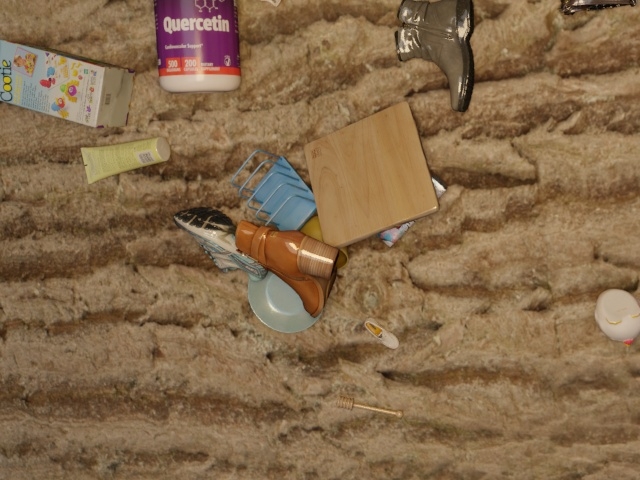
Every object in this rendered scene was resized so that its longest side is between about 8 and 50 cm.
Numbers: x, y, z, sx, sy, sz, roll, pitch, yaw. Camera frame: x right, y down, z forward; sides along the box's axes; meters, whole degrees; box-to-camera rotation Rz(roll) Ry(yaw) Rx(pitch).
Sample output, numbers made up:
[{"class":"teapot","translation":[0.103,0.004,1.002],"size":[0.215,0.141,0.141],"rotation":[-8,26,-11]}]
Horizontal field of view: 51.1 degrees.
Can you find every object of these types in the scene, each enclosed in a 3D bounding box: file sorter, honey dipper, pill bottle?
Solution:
[{"class":"file sorter","translation":[-0.106,-0.107,1.507],"size":[0.118,0.105,0.170],"rotation":[-48,58,17]},{"class":"honey dipper","translation":[0.121,0.409,1.627],"size":[0.161,0.030,0.030],"rotation":[10,103,11]},{"class":"pill bottle","translation":[-0.272,-0.488,1.467],"size":[0.182,0.181,0.322],"rotation":[1,101,14]}]

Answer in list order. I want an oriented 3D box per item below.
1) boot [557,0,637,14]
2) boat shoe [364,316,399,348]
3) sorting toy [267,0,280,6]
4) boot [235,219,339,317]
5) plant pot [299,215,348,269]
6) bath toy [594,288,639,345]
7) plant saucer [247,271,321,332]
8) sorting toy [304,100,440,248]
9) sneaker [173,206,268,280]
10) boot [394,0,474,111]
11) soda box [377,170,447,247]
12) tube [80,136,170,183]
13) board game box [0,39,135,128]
[{"class":"boot","translation":[0.491,-0.561,1.308],"size":[0.263,0.091,0.228],"rotation":[5,101,11]},{"class":"boat shoe","translation":[0.144,0.222,1.580],"size":[0.100,0.035,0.035],"rotation":[44,107,3]},{"class":"sorting toy","translation":[-0.107,-0.564,1.486],"size":[0.083,0.045,0.075],"rotation":[26,113,8]},{"class":"boot","translation":[-0.080,0.062,1.462],"size":[0.220,0.283,0.109],"rotation":[18,66,7]},{"class":"plant pot","translation":[0.000,0.000,1.532],"size":[0.134,0.134,0.095],"rotation":[-4,58,15]},{"class":"bath toy","translation":[0.748,0.144,1.373],"size":[0.349,0.129,0.151],"rotation":[-14,53,14]},{"class":"plant saucer","translation":[-0.079,0.126,1.616],"size":[0.195,0.037,0.194],"rotation":[3,101,14]},{"class":"sorting toy","translation":[0.116,-0.128,1.449],"size":[0.256,0.089,0.256],"rotation":[-21,67,21]},{"class":"sneaker","translation":[-0.239,0.013,1.588],"size":[0.283,0.110,0.122],"rotation":[24,119,23]},{"class":"boot","translation":[0.241,-0.392,1.421],"size":[0.161,0.083,0.246],"rotation":[1,96,21]},{"class":"soda box","translation":[0.200,-0.071,1.493],"size":[0.058,0.063,0.183],"rotation":[43,108,3]},{"class":"tube","translation":[-0.485,-0.206,1.647],"size":[0.240,0.062,0.070],"rotation":[-9,55,21]},{"class":"board game box","translation":[-0.608,-0.372,1.595],"size":[0.276,0.142,0.144],"rotation":[17,105,10]}]
